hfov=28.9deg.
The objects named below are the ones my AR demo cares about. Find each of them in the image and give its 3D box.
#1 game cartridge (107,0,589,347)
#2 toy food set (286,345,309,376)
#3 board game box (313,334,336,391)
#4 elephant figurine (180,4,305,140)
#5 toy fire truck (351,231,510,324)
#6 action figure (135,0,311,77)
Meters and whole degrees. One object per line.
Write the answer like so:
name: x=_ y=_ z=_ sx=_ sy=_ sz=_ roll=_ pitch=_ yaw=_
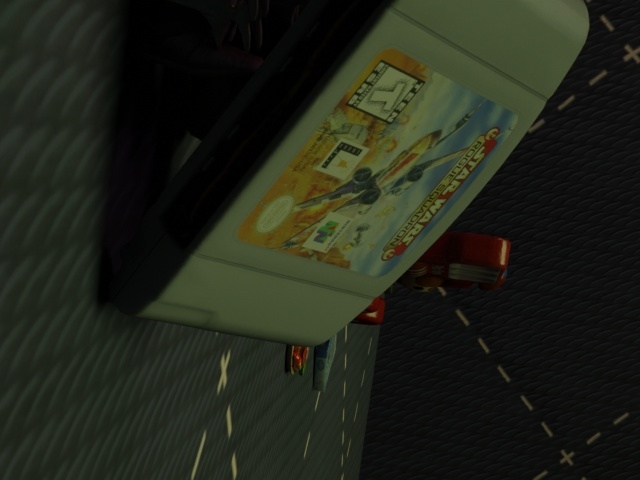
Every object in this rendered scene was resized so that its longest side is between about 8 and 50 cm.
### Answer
game cartridge: x=0.027 y=-0.055 z=0.751 sx=0.198 sy=0.062 sz=0.297 roll=19 pitch=117 yaw=-48
toy food set: x=-0.025 y=0.127 z=1.548 sx=0.082 sy=0.020 sz=0.083 roll=82 pitch=17 yaw=-66
board game box: x=0.008 y=0.163 z=1.859 sx=0.090 sy=0.020 sz=0.090 roll=-74 pitch=171 yaw=-47
elephant figurine: x=-0.007 y=-0.127 z=0.913 sx=0.186 sy=0.169 sz=0.239 roll=-58 pitch=180 yaw=18
toy fire truck: x=0.118 y=0.026 z=1.624 sx=0.302 sy=0.254 sz=0.169 roll=61 pitch=38 yaw=-78
action figure: x=-0.043 y=-0.241 z=0.691 sx=0.185 sy=0.099 sz=0.285 roll=-49 pitch=144 yaw=-63
